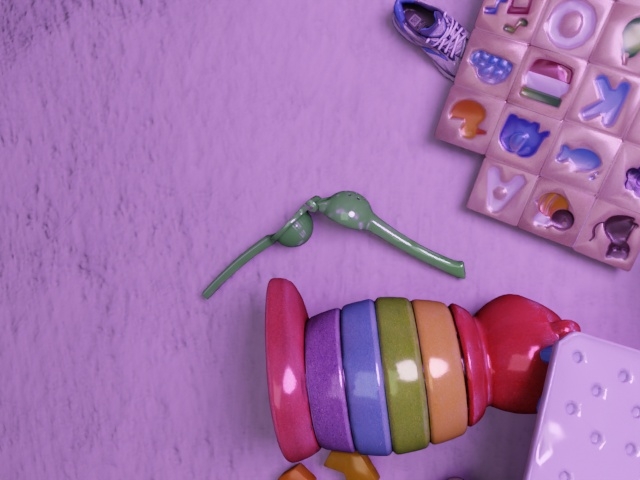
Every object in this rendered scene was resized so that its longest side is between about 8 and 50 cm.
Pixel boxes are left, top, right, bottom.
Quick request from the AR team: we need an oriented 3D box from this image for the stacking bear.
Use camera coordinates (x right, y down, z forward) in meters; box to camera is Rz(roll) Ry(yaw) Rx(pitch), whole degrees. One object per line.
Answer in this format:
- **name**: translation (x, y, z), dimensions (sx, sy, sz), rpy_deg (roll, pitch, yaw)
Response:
- **stacking bear**: translation (0.103, 0.124, 0.605), dimensions (0.289, 0.164, 0.175), rpy_deg (-8, 126, 5)

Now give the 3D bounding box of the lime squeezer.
- **lime squeezer**: translation (0.000, 0.000, 0.693), dimensions (0.311, 0.059, 0.110), rpy_deg (-7, 120, 15)

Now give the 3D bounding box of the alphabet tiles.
- **alphabet tiles**: translation (0.278, -0.157, 0.570), dimensions (0.285, 0.011, 0.342), rpy_deg (23, 108, 16)

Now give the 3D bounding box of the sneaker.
- **sneaker**: translation (0.127, -0.210, 0.638), dimensions (0.135, 0.058, 0.052), rpy_deg (37, 101, 11)

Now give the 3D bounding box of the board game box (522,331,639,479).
- **board game box**: translation (0.325, 0.315, 0.496), dimensions (0.390, 0.050, 0.389), rpy_deg (17, 79, -3)

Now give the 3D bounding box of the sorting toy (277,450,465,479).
- **sorting toy**: translation (0.099, 0.356, 0.676), dimensions (0.229, 0.041, 0.307), rpy_deg (-37, 81, 18)
